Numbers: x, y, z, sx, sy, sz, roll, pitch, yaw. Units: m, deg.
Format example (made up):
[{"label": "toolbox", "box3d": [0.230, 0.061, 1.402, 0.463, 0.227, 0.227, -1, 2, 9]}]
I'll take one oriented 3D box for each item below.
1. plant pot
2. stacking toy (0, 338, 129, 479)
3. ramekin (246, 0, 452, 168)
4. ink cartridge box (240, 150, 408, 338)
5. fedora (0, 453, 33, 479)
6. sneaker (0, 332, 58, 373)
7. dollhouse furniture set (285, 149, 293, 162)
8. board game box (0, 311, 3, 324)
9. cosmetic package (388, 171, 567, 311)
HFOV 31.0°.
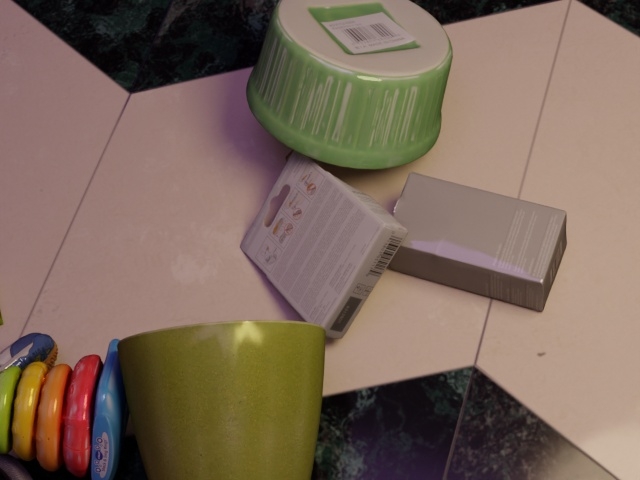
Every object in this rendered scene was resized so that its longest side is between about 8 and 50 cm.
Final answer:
[{"label": "plant pot", "box3d": [-0.116, 0.270, 1.487, 0.274, 0.275, 0.294, -6, 77, 6]}, {"label": "stacking toy", "box3d": [-0.409, 0.223, 1.526, 0.301, 0.175, 0.166, 6, 26, -4]}, {"label": "ramekin", "box3d": [0.050, -0.256, 1.714, 0.303, 0.148, 0.303, 9, 40, -8]}, {"label": "ink cartridge box", "box3d": [0.000, 0.000, 1.667, 0.189, 0.066, 0.232, -59, 42, 15]}, {"label": "fedora", "box3d": [-0.483, 0.412, 1.519, 0.243, 0.124, 0.275, 13, 57, 12]}, {"label": "sneaker", "box3d": [-0.513, 0.219, 1.639, 0.296, 0.112, 0.131, -43, 63, -15]}, {"label": "dollhouse furniture set", "box3d": [0.006, -0.140, 1.810, 0.081, 0.091, 0.114, 43, 99, -15]}, {"label": "board game box", "box3d": [-0.581, 0.110, 1.747, 0.181, 0.043, 0.092, -19, 60, -2]}, {"label": "cosmetic package", "box3d": [0.220, 0.001, 1.648, 0.237, 0.107, 0.127, 16, 66, 20]}]
